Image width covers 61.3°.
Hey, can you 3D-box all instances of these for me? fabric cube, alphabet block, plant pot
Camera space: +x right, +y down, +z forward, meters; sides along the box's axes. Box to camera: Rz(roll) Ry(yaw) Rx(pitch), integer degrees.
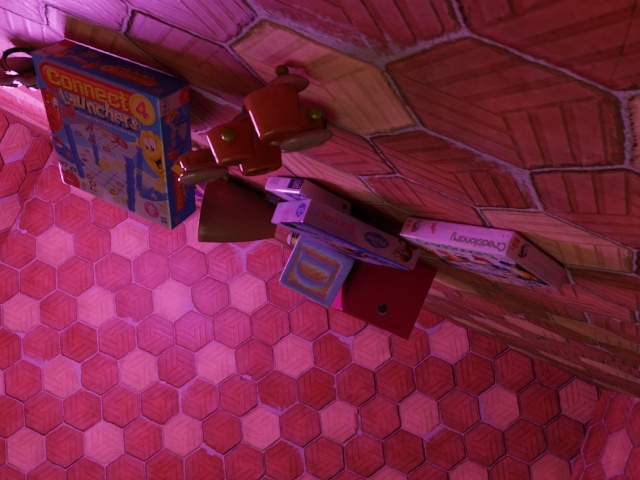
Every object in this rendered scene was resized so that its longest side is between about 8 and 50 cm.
[{"bbox_3d":[0.203,0.161,1.848,0.254,0.258,0.259,26,173,-9],"label":"fabric cube"},{"bbox_3d":[0.003,0.062,1.746,0.192,0.193,0.197,28,-155,1],"label":"alphabet block"},{"bbox_3d":[-0.272,-0.088,1.848,0.254,0.237,0.237,10,174,-5],"label":"plant pot"}]

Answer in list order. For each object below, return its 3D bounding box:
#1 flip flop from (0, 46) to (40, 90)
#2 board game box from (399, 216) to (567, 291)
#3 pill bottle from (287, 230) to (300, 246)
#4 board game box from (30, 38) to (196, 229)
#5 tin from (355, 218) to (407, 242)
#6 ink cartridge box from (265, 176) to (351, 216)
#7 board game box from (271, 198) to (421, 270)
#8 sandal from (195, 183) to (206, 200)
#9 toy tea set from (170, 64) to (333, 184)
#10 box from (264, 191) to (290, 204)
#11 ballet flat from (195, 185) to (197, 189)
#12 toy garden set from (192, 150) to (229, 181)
[{"bbox_3d":[-0.704,-0.414,1.277,0.277,0.112,0.080,22,148,39],"label":"flip flop"},{"bbox_3d":[0.339,0.023,1.160,0.193,0.053,0.305,29,172,-31],"label":"board game box"},{"bbox_3d":[0.000,0.000,1.899,0.215,0.117,0.117,23,173,8],"label":"pill bottle"},{"bbox_3d":[-0.408,-0.210,1.095,0.308,0.086,0.302,22,133,17],"label":"board game box"},{"bbox_3d":[0.172,-0.011,1.563,0.189,0.040,0.106,28,169,-31],"label":"tin"},{"bbox_3d":[-0.016,-0.106,1.432,0.208,0.045,0.206,27,173,-31],"label":"ink cartridge box"},{"bbox_3d":[0.055,-0.016,1.448,0.318,0.066,0.318,24,174,-17],"label":"board game box"},{"bbox_3d":[-0.450,-0.197,2.010,0.416,0.102,0.169,26,173,-19],"label":"sandal"},{"bbox_3d":[-0.103,-0.188,0.853,0.200,0.124,0.336,-13,178,-38],"label":"toy tea set"},{"bbox_3d":[-0.106,-0.115,1.765,0.137,0.027,0.094,29,173,-37],"label":"box"},{"bbox_3d":[-0.465,-0.237,1.840,0.077,0.077,0.231,-10,150,-9],"label":"ballet flat"},{"bbox_3d":[-0.377,-0.249,1.609,0.244,0.049,0.204,23,172,3],"label":"toy garden set"}]
